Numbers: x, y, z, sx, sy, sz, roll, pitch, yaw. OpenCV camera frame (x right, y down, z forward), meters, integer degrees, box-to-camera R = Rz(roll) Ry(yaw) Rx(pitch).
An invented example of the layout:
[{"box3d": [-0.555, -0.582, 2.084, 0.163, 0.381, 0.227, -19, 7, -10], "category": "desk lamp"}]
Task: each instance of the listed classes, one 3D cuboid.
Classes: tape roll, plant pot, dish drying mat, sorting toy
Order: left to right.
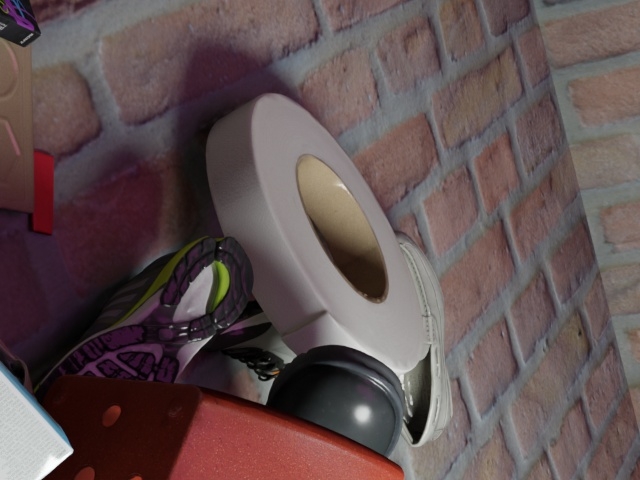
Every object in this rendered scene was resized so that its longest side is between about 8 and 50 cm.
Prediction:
[{"box3d": [-0.341, -0.130, 1.166, 0.208, 0.038, 0.193, 15, 70, -63], "category": "sorting toy"}, {"box3d": [-0.283, -0.048, 1.267, 0.032, 0.008, 0.083, 17, 68, -58], "category": "dish drying mat"}, {"box3d": [-0.128, 0.249, 1.063, 0.236, 0.267, 0.267, 47, 54, -41], "category": "plant pot"}, {"box3d": [0.000, 0.000, 1.546, 0.392, 0.072, 0.392, 50, 22, -29], "category": "tape roll"}]

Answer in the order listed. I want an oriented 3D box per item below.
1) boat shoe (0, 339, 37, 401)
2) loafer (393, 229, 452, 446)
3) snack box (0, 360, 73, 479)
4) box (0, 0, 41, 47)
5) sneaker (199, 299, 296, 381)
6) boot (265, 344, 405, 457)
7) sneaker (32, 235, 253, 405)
[{"box3d": [-0.301, 0.150, 1.073, 0.302, 0.103, 0.113, 57, 48, -31], "category": "boat shoe"}, {"box3d": [0.127, 0.145, 1.816, 0.111, 0.112, 0.319, -41, 119, -65], "category": "loafer"}, {"box3d": [-0.351, 0.177, 0.836, 0.322, 0.060, 0.187, -40, 116, -11], "category": "snack box"}, {"box3d": [-0.338, -0.254, 1.164, 0.162, 0.029, 0.116, 19, 43, -56], "category": "box"}, {"box3d": [-0.062, 0.123, 1.515, 0.271, 0.100, 0.108, 5, 83, -59], "category": "sneaker"}, {"box3d": [-0.050, 0.371, 1.222, 0.367, 0.146, 0.445, 115, -6, -45], "category": "boot"}, {"box3d": [-0.196, 0.111, 1.277, 0.300, 0.121, 0.111, -43, 109, -33], "category": "sneaker"}]
